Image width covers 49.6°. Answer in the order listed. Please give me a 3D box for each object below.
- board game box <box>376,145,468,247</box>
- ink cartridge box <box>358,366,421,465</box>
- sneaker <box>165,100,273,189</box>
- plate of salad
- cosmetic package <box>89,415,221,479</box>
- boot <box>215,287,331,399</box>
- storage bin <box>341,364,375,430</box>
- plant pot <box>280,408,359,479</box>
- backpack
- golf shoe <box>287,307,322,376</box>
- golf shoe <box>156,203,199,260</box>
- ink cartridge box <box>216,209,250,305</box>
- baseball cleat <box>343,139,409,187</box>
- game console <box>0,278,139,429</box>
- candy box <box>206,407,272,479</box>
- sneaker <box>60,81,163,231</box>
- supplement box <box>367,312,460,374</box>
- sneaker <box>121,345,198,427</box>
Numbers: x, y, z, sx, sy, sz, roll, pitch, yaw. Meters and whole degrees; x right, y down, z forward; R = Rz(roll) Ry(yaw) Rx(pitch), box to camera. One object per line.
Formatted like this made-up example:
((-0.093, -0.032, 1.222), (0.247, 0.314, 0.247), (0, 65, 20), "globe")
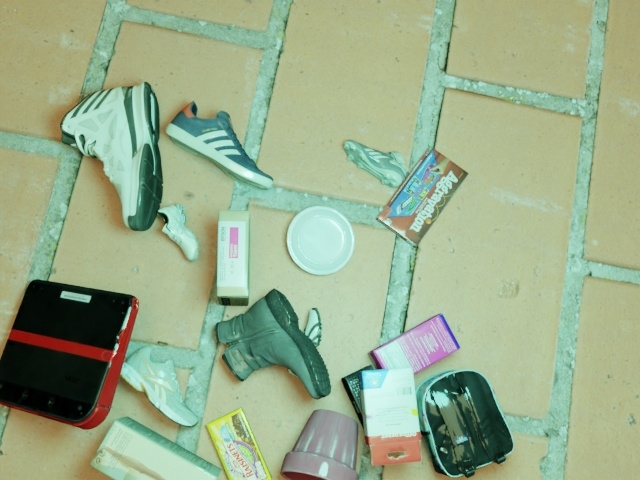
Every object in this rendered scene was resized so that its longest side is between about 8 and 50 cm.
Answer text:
((0.303, -0.131, 2.048), (0.145, 0.027, 0.281), (36, 77, 2), "board game box")
((0.176, 0.444, 1.757), (0.134, 0.078, 0.231), (-3, 78, -5), "ink cartridge box")
((-0.265, -0.279, 1.979), (0.350, 0.131, 0.148), (32, 81, 3), "sneaker")
((0.000, 0.000, 1.984), (0.199, 0.048, 0.200), (1, 84, -13), "plate of salad")
((-0.415, 0.580, 1.769), (0.296, 0.153, 0.129), (28, 78, 3), "cosmetic package")
((-0.129, 0.316, 1.839), (0.222, 0.118, 0.338), (-35, 60, 7), "boot")
((0.133, 0.435, 1.859), (0.084, 0.122, 0.180), (-25, 81, -10), "storage bin")
((0.015, 0.547, 1.799), (0.201, 0.201, 0.180), (19, 61, 0), "plant pot")
((0.365, 0.469, 1.836), (0.225, 0.191, 0.254), (-19, 87, -11), "backpack")
((-0.044, 0.279, 1.903), (0.093, 0.077, 0.198), (6, 76, -3), "golf shoe")
((-0.402, -0.017, 1.929), (0.086, 0.069, 0.176), (-12, 68, -43), "golf shoe")
((-0.234, 0.052, 1.877), (0.088, 0.193, 0.235), (1, 77, -5), "ink cartridge box")
((0.168, -0.242, 2.050), (0.206, 0.072, 0.109), (40, 62, 2), "baseball cleat")
((-0.660, 0.284, 1.780), (0.386, 0.060, 0.342), (6, 71, 26), "game console")
((-0.218, 0.564, 1.851), (0.105, 0.027, 0.206), (-25, 80, -6), "candy box")
((-0.590, -0.226, 1.947), (0.257, 0.169, 0.448), (-6, 70, 3), "sneaker")
((0.254, 0.302, 1.905), (0.220, 0.111, 0.114), (-26, 82, -9), "supplement box")
((-0.410, 0.385, 1.842), (0.262, 0.099, 0.121), (41, 73, 4), "sneaker")
